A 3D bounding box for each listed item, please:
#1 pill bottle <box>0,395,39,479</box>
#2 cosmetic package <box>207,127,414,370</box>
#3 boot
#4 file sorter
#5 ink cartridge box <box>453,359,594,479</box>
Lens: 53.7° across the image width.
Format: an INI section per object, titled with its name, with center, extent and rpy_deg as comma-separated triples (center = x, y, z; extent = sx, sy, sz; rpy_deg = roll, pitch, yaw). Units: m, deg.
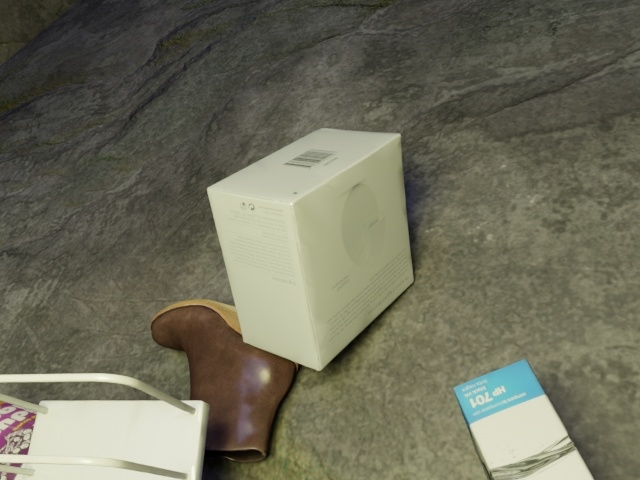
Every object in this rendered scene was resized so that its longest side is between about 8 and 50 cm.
[pill bottle]
center = -0.341, 0.294, 0.778
extent = 0.302, 0.169, 0.169
rpy_deg = 3, 50, 29
[cosmetic package]
center = 0.000, 0.000, 0.809
extent = 0.138, 0.224, 0.224
rpy_deg = 11, 33, 37
[boot]
center = -0.156, 0.183, 0.850
extent = 0.249, 0.090, 0.206
rpy_deg = -1, 46, 22
[file sorter]
center = -0.234, 0.270, 0.560
extent = 0.193, 0.173, 0.277
rpy_deg = -3, 65, 12
[ink cartridge box]
center = 0.203, 0.231, 0.583
extent = 0.082, 0.139, 0.190
rpy_deg = -21, 42, 5
